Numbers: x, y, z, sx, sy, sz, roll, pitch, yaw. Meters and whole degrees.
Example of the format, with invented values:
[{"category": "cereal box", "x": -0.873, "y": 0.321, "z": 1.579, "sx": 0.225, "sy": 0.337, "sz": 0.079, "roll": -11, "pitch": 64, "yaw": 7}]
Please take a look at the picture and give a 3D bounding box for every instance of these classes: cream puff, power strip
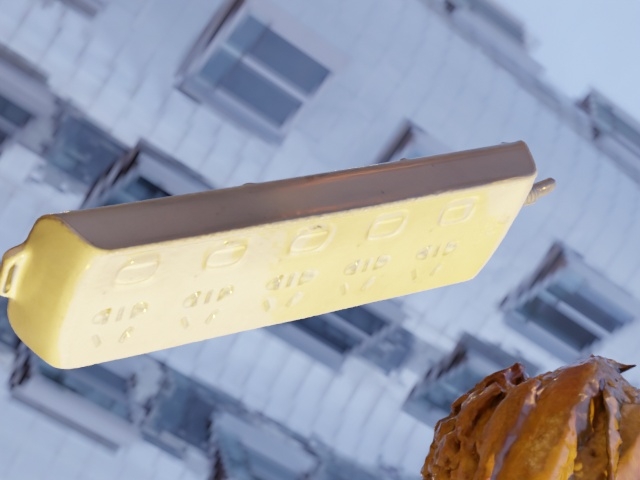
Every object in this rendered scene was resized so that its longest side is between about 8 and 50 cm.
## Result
[{"category": "cream puff", "x": 0.094, "y": 0.107, "z": 0.692, "sx": 0.133, "sy": 0.104, "sz": 0.119, "roll": -56, "pitch": 179, "yaw": 27}, {"category": "power strip", "x": 0.000, "y": 0.000, "z": 0.598, "sx": 0.027, "sy": 0.252, "sz": 0.060, "roll": 55, "pitch": -42, "yaw": 30}]
